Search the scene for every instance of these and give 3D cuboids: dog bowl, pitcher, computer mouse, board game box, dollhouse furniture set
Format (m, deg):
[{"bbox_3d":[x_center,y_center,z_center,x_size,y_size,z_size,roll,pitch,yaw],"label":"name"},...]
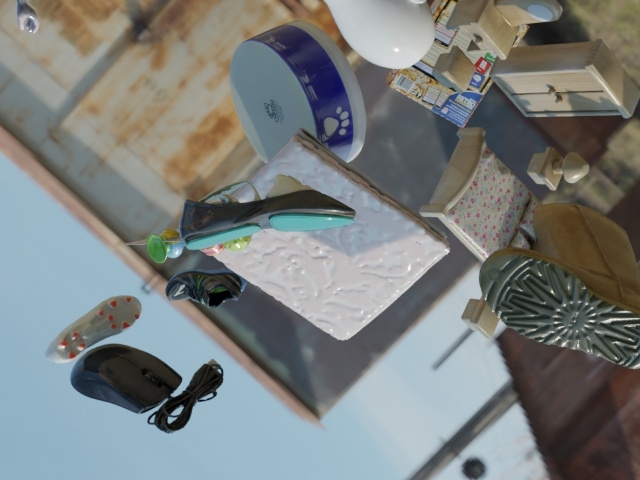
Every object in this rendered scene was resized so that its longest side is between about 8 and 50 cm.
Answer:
[{"bbox_3d":[-0.042,-0.239,2.095,0.265,0.104,0.265,40,144,37],"label":"dog bowl"},{"bbox_3d":[0.088,-0.346,1.730,0.207,0.178,0.125,37,-127,-32],"label":"pitcher"},{"bbox_3d":[-0.322,0.235,2.139,0.272,0.072,0.188,12,-147,23],"label":"computer mouse"},{"bbox_3d":[0.216,-0.297,1.928,0.147,0.193,0.045,28,-161,-15],"label":"board game box"},{"bbox_3d":[0.252,-0.092,1.571,0.174,0.355,0.303,4,151,47],"label":"dollhouse furniture set"}]

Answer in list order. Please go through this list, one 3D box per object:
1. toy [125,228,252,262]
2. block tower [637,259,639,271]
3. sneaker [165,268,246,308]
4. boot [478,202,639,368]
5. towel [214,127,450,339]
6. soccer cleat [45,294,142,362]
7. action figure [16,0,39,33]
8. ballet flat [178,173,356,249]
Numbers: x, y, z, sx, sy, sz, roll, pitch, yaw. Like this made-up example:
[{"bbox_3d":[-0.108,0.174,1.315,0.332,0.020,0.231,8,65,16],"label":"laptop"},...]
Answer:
[{"bbox_3d":[-0.150,-0.006,1.776,0.137,0.056,0.237,-4,-172,45],"label":"toy"},{"bbox_3d":[0.503,0.070,1.749,0.097,0.091,0.335,31,-169,6],"label":"block tower"},{"bbox_3d":[-0.251,0.106,2.591,0.067,0.188,0.078,63,-150,-44],"label":"sneaker"},{"bbox_3d":[0.276,0.027,1.404,0.236,0.089,0.269,28,-156,-12],"label":"boot"},{"bbox_3d":[0.000,0.000,2.038,0.332,0.317,0.053,35,-142,-14],"label":"towel"},{"bbox_3d":[-0.404,0.154,2.154,0.076,0.196,0.068,-12,107,51],"label":"soccer cleat"},{"bbox_3d":[-0.510,-0.471,1.767,0.370,0.276,0.248,26,-170,26],"label":"action figure"},{"bbox_3d":[-0.063,-0.039,1.380,0.074,0.203,0.074,-9,-90,-86],"label":"ballet flat"}]
